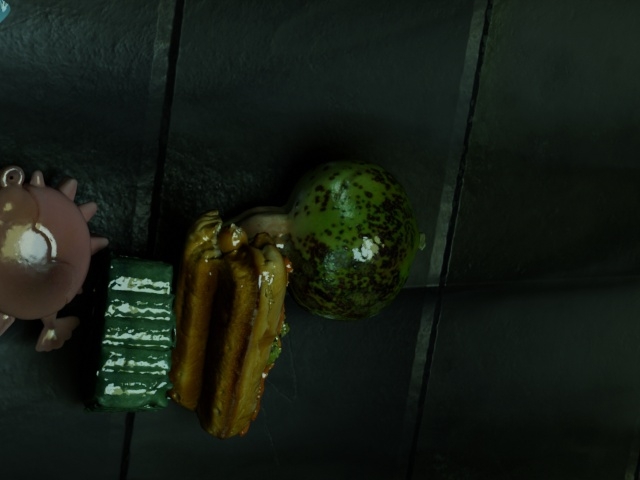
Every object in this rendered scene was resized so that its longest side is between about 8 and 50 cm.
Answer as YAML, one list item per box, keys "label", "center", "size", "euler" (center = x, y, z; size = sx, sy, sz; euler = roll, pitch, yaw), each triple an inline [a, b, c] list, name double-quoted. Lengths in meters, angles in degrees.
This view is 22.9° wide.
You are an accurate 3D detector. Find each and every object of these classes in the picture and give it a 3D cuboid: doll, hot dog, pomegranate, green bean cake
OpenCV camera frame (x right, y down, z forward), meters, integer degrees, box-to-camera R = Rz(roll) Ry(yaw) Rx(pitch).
- label: "doll"
  center: [-0.362, 0.024, 1.986]
  size: [0.211, 0.093, 0.262]
  euler: [-32, 126, -23]
- label: "hot dog"
  center: [-0.117, 0.112, 2.087]
  size: [0.117, 0.158, 0.349]
  euler: [-32, 146, -39]
- label: "pomegranate"
  center: [-0.001, 0.000, 2.172]
  size: [0.204, 0.277, 0.222]
  euler: [3, 87, -72]
- label: "green bean cake"
  center: [-0.251, 0.124, 2.070]
  size: [0.107, 0.193, 0.208]
  euler: [3, 82, -13]

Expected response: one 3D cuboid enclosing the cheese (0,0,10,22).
- label: "cheese"
  center: [-0.470, -0.314, 1.817]
  size: [0.135, 0.052, 0.244]
  euler: [-44, 126, -8]
